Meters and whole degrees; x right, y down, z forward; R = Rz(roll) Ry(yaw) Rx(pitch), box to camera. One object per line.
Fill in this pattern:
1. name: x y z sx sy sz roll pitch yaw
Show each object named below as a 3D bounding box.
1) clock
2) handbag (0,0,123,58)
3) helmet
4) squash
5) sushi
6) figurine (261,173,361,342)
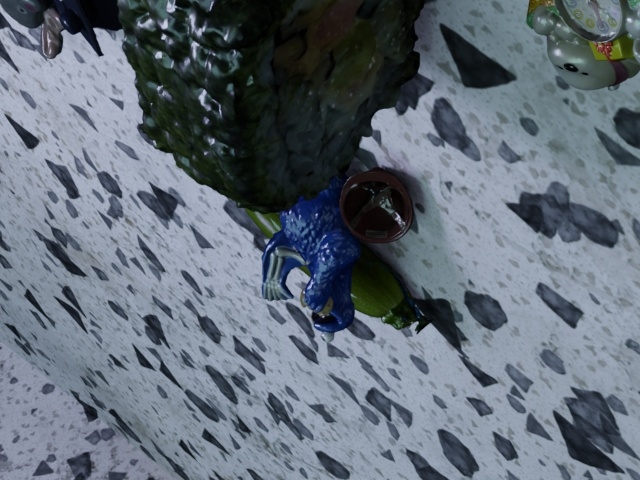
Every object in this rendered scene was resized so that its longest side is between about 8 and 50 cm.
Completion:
1. clock: 0.250 -0.187 1.232 0.231 0.103 0.144 7 126 56
2. handbag: -0.399 -0.393 2.056 0.326 0.118 0.269 37 156 28
3. helmet: 0.071 -0.056 1.834 0.089 0.057 0.111 3 131 11
4. squash: 0.011 0.016 2.027 0.331 0.087 0.087 41 157 11
5. sushi: -0.035 -0.206 1.464 0.178 0.294 0.352 34 156 24
6. figurine: 0.003 -0.004 1.923 0.164 0.121 0.262 30 131 49
